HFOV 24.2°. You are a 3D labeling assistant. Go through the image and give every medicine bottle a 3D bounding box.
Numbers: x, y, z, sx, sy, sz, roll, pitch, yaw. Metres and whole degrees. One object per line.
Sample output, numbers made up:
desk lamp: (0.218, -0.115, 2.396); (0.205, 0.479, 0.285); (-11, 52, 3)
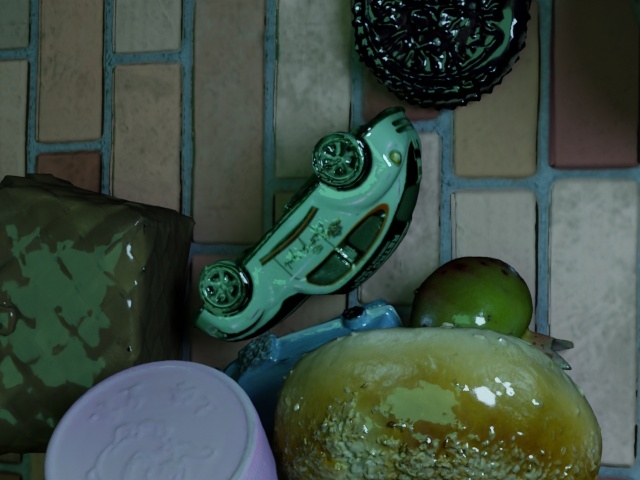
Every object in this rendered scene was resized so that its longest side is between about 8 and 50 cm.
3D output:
medicine bottle: (-0.123, 0.285, 1.403); (0.202, 0.315, 0.202); (-7, 43, 7)

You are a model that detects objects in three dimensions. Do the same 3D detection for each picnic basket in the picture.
picnic basket: (-0.303, 0.075, 1.552); (0.321, 0.254, 0.291); (5, 91, 13)

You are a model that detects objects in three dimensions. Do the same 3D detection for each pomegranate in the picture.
pomegranate: (0.164, 0.077, 1.427); (0.159, 0.129, 0.129); (1, 89, 4)

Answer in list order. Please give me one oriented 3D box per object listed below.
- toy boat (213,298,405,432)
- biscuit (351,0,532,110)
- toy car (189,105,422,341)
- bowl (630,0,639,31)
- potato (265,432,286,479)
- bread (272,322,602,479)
toy boat: (-0.016, 0.129, 1.505); (0.238, 0.098, 0.109); (-23, 110, 17)
biscuit: (0.120, -0.226, 1.486); (0.195, 0.053, 0.194); (-1, 88, 24)
toy car: (0.000, 0.000, 1.492); (0.125, 0.136, 0.306); (43, 105, 6)
bowl: (0.368, -0.262, 1.283); (0.157, 0.337, 0.337); (37, 105, 51)
potato: (-0.028, 0.236, 1.535); (0.103, 0.066, 0.096); (12, 69, 33)
bread: (0.103, 0.200, 1.364); (0.306, 0.305, 0.158); (-6, 51, 23)
